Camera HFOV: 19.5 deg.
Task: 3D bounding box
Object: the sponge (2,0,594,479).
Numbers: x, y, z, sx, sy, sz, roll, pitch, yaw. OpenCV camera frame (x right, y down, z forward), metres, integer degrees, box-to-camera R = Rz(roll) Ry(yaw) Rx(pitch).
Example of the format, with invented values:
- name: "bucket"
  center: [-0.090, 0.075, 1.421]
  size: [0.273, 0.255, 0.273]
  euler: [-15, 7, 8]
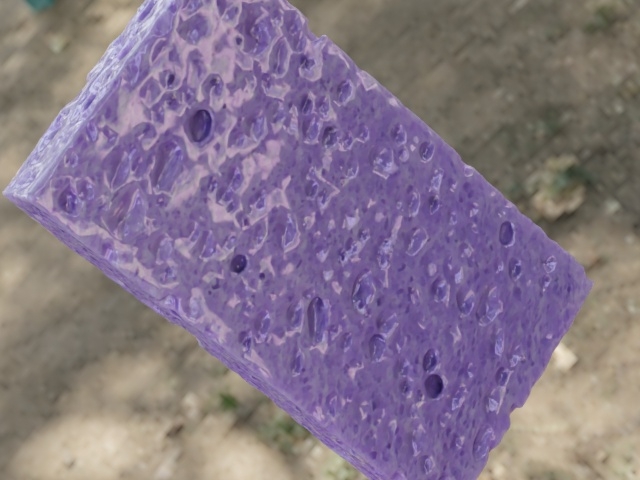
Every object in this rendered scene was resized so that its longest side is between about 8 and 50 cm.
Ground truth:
- name: "sponge"
  center: [0.000, 0.000, 0.686]
  size: [0.117, 0.210, 0.031]
  euler: [-57, 25, -16]
